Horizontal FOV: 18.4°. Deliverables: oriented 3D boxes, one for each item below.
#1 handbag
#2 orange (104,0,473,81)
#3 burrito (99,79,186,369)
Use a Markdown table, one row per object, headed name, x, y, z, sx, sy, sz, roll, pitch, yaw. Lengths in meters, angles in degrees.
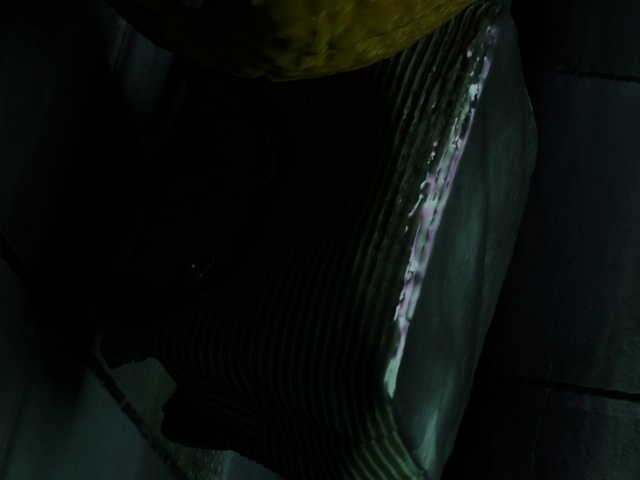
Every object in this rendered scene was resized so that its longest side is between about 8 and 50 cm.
| name | x | y | z | sx | sy | sz | roll | pitch | yaw |
| --- | --- | --- | --- | --- | --- | --- | --- | --- | --- |
| handbag | 0.000 | 0.000 | 1.334 | 0.247 | 0.240 | 0.340 | 60 | 42 | -59 |
| orange | -0.009 | -0.260 | 1.177 | 0.322 | 0.322 | 0.357 | 82 | 25 | -49 |
| burrito | -0.113 | -0.039 | 1.447 | 0.104 | 0.054 | 0.288 | 79 | 23 | -53 |
